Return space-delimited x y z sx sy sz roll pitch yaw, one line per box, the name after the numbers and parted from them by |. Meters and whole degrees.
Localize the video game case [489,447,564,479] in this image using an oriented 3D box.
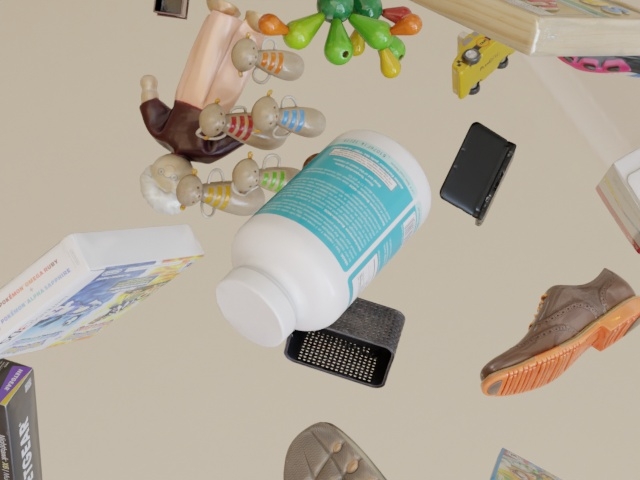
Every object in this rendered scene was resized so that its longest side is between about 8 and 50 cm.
0.264 0.286 1.123 0.166 0.015 0.119 28 11 12 | video game case

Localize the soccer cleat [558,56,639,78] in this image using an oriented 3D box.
0.536 -0.358 1.880 0.143 0.331 0.116 -88 -165 -65 | soccer cleat

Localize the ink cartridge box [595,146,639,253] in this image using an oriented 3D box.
0.494 -0.073 1.492 0.127 0.128 0.176 60 3 11 | ink cartridge box

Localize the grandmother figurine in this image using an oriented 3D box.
-0.195 -0.204 1.619 0.208 0.342 0.104 21 0 19 | grandmother figurine

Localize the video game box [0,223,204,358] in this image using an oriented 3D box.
-0.243 0.052 1.049 0.048 0.187 0.205 62 24 9 | video game box

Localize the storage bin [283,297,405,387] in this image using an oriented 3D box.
0.040 0.159 1.728 0.180 0.084 0.122 17 -42 4 | storage bin

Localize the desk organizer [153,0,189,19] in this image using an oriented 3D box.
-0.214 -0.395 1.521 0.050 0.047 0.130 -87 -175 -82 | desk organizer

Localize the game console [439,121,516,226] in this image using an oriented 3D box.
0.227 -0.094 1.494 0.071 0.122 0.107 26 -4 10 | game console

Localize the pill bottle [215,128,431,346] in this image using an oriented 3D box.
0.000 0.000 1.153 0.146 0.264 0.146 26 -39 24 | pill bottle

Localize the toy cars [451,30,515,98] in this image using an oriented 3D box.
0.359 -0.467 2.056 0.087 0.176 0.394 36 -73 28 | toy cars

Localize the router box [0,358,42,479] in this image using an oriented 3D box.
-0.540 0.280 1.522 0.243 0.081 0.309 17 -50 8 | router box

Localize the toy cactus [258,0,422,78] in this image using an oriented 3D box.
0.016 -0.259 1.018 0.112 0.219 0.180 -29 -125 43 | toy cactus

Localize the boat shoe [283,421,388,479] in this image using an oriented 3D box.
0.074 0.384 1.264 0.355 0.132 0.130 59 9 9 | boat shoe

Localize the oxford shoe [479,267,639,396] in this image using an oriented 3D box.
0.422 0.168 1.888 0.133 0.363 0.130 55 -24 26 | oxford shoe

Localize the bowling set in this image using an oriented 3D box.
-0.077 -0.148 1.502 0.200 0.154 0.287 25 -77 47 | bowling set

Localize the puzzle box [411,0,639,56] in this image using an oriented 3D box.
0.246 -0.348 1.444 0.409 0.272 0.052 38 -55 42 | puzzle box
